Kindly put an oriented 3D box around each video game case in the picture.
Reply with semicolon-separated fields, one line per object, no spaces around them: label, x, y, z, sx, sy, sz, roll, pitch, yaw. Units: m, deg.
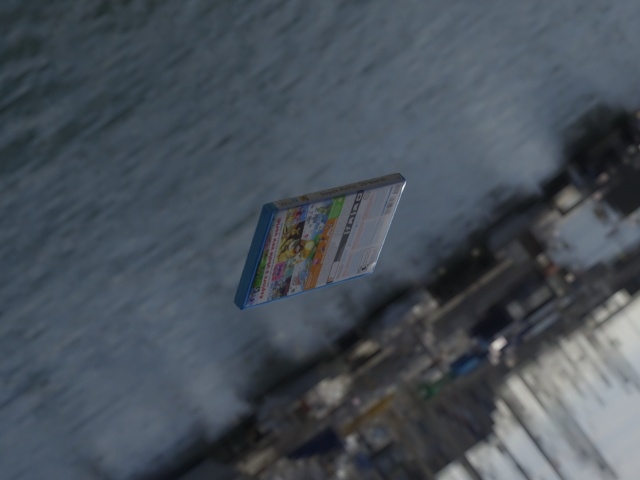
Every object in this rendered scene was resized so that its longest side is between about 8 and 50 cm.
video game case;0.000;0.000;1.663;0.166;0.015;0.119;-15;137;-38
